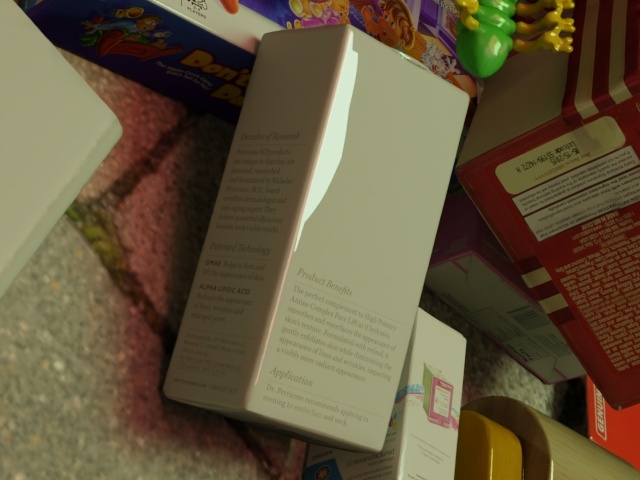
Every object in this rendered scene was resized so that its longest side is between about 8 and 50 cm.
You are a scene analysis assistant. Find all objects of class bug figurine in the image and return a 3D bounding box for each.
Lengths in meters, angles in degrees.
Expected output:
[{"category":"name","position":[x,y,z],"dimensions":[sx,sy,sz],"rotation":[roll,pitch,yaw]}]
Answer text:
[{"category":"bug figurine","position":[0.062,-0.215,0.897],"dimensions":[0.279,0.072,0.216],"rotation":[22,52,-17]}]

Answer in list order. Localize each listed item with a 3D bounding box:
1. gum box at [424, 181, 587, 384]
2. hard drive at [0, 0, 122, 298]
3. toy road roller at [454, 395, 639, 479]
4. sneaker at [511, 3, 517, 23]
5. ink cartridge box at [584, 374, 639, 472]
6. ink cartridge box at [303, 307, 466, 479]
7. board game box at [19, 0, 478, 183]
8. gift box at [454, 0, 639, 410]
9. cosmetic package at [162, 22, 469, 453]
[{"category":"gum box","position":[0.157,0.022,1.061],"dimensions":[0.188,0.062,0.107],"rotation":[38,48,-32]},{"category":"hard drive","position":[-0.235,-0.030,0.653],"dimensions":[0.203,0.040,0.307],"rotation":[49,43,-21]},{"category":"toy road roller","position":[0.185,0.255,0.841],"dimensions":[0.202,0.241,0.329],"rotation":[30,52,-38]},{"category":"sneaker","position":[0.228,-0.229,1.077],"dimensions":[0.131,0.350,0.148],"rotation":[-1,83,-9]},{"category":"ink cartridge box","position":[0.316,0.113,1.176],"dimensions":[0.239,0.060,0.275],"rotation":[42,37,-30]},{"category":"ink cartridge box","position":[0.040,0.114,0.863],"dimensions":[0.052,0.088,0.122],"rotation":[34,49,-31]},{"category":"board game box","position":[-0.033,-0.192,0.931],"dimensions":[0.347,0.078,0.233],"rotation":[22,57,-42]},{"category":"gift box","position":[0.256,-0.085,0.959],"dimensions":[0.276,0.255,0.258],"rotation":[60,27,-18]},{"category":"cosmetic package","position":[0.000,0.000,0.816],"dimensions":[0.117,0.085,0.231],"rotation":[25,75,-41]}]
